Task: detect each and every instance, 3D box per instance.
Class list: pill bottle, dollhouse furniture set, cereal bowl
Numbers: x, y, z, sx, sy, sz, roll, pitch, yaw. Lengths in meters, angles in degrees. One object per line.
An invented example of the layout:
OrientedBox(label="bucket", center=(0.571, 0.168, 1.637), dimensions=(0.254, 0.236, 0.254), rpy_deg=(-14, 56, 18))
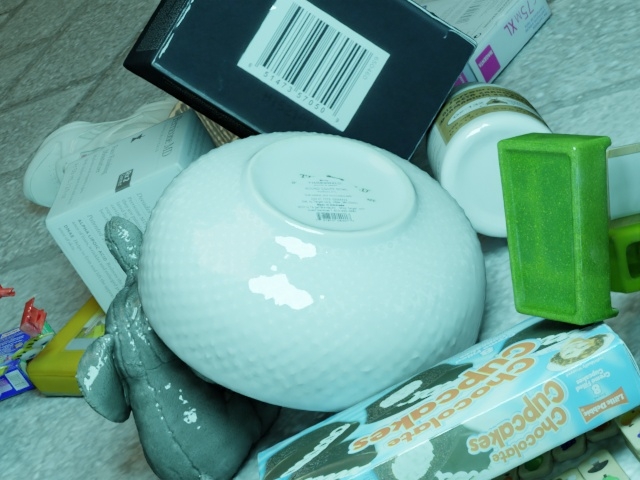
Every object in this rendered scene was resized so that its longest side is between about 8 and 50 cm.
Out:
OrientedBox(label="pill bottle", center=(0.181, -0.097, 1.730), dimensions=(0.131, 0.131, 0.229), rpy_deg=(-29, 17, 6))
OrientedBox(label="dollhouse furniture set", center=(0.318, -0.014, 1.296), dimensions=(0.198, 0.151, 0.302), rpy_deg=(-11, 12, -34))
OrientedBox(label="cereal bowl", center=(0.000, 0.000, 1.539), dimensions=(0.339, 0.141, 0.339), rpy_deg=(8, 37, -6))

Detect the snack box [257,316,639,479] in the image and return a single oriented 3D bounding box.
OrientedBox(label="snack box", center=(0.102, 0.158, 1.358), dimensions=(0.322, 0.060, 0.187), rpy_deg=(-27, 10, 2))

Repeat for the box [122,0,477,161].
OrientedBox(label="box", center=(-0.040, -0.213, 1.868), dimensions=(0.212, 0.294, 0.395), rpy_deg=(-59, 13, -1))

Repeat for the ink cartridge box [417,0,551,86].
OrientedBox(label="ink cartridge box", center=(0.140, -0.259, 2.184), dimensions=(0.311, 0.065, 0.186), rpy_deg=(0, 39, 46))

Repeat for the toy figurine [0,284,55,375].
OrientedBox(label="toy figurine", center=(-0.487, 0.205, 1.872), dimensions=(0.363, 0.191, 0.217), rpy_deg=(-32, 35, 32))

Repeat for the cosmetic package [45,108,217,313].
OrientedBox(label="cosmetic package", center=(-0.201, -0.033, 1.923), dimensions=(0.184, 0.151, 0.151), rpy_deg=(-23, 27, 16))

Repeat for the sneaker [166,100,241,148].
OrientedBox(label="sneaker", center=(-0.123, -0.199, 2.325), dimensions=(0.126, 0.127, 0.321), rpy_deg=(19, 72, 18))

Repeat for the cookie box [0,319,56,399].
OrientedBox(label="cookie box", center=(-0.391, 0.154, 2.040), dimensions=(0.092, 0.040, 0.107), rpy_deg=(-21, 26, 23))

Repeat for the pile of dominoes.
OrientedBox(label="pile of dominoes", center=(0.211, 0.177, 1.287), dimensions=(0.251, 0.040, 0.196), rpy_deg=(-31, 24, 1))

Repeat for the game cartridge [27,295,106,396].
OrientedBox(label="game cartridge", center=(-0.162, 0.074, 1.912), dimensions=(0.324, 0.052, 0.285), rpy_deg=(-7, 34, 45))

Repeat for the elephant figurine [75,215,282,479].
OrientedBox(label="elephant figurine", center=(-0.161, 0.121, 1.586), dimensions=(0.169, 0.239, 0.186), rpy_deg=(-41, 26, -22))

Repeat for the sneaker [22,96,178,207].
OrientedBox(label="sneaker", center=(-0.324, -0.118, 2.396), dimensions=(0.305, 0.114, 0.152), rpy_deg=(-22, 24, 21))
